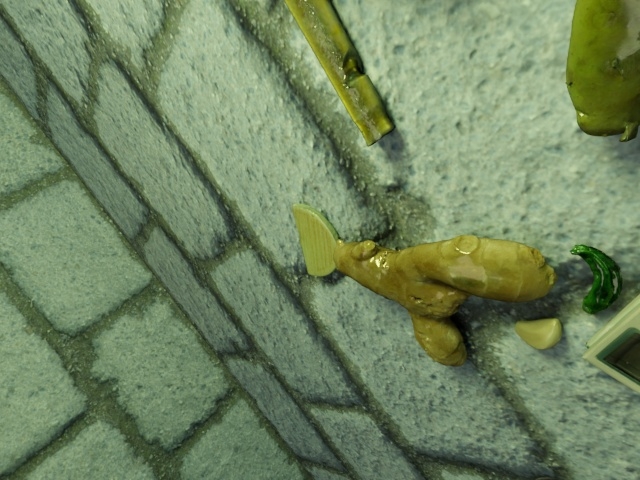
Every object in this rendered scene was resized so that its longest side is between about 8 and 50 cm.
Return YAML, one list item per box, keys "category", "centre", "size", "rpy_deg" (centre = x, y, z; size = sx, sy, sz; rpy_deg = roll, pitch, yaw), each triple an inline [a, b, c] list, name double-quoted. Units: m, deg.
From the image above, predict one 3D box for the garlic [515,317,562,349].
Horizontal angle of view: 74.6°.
- category: "garlic"
  centre: [0.370, 0.157, 0.710]
  size: [0.053, 0.041, 0.083]
  rpy_deg: [60, 151, -6]

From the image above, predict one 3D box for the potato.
- category: "potato"
  centre: [0.306, -0.206, 0.402]
  size: [0.117, 0.090, 0.226]
  rpy_deg: [29, 137, 34]

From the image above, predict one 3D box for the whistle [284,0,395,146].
- category: "whistle"
  centre: [0.016, -0.302, 0.659]
  size: [0.068, 0.057, 0.326]
  rpy_deg: [-18, 108, 53]

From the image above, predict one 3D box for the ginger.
- category: "ginger"
  centre: [0.178, 0.066, 0.768]
  size: [0.348, 0.122, 0.363]
  rpy_deg: [32, 152, 11]

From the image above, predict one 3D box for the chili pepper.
- category: "chili pepper"
  centre: [0.394, 0.058, 0.596]
  size: [0.055, 0.035, 0.118]
  rpy_deg: [-11, 119, 33]

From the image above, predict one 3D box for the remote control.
- category: "remote control"
  centre: [0.466, 0.106, 0.542]
  size: [0.103, 0.055, 0.277]
  rpy_deg: [34, 142, 22]

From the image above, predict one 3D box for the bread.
- category: "bread"
  centre: [0.004, 0.004, 0.973]
  size: [0.112, 0.036, 0.193]
  rpy_deg: [10, 125, 37]
